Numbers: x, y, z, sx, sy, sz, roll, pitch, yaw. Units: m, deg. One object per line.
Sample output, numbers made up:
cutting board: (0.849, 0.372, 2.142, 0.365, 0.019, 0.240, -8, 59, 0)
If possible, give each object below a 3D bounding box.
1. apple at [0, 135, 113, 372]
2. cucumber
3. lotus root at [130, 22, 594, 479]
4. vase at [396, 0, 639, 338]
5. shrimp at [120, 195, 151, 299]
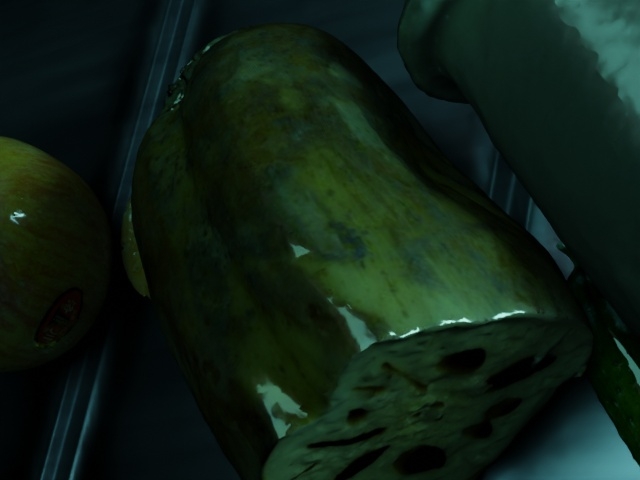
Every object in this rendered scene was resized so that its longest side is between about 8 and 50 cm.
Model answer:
apple: (-0.293, 0.013, 0.911, 0.211, 0.188, 0.211, -9, 70, 26)
cucumber: (0.212, 0.105, 0.653, 0.056, 0.056, 0.250, -34, 60, 16)
lotus root: (0.000, 0.000, 0.711, 0.250, 0.250, 0.346, -38, 57, 13)
vase: (0.216, -0.062, 0.625, 0.245, 0.245, 0.291, -34, 67, 16)
shrimp: (-0.112, 0.022, 0.882, 0.115, 0.051, 0.217, -41, 57, 19)
